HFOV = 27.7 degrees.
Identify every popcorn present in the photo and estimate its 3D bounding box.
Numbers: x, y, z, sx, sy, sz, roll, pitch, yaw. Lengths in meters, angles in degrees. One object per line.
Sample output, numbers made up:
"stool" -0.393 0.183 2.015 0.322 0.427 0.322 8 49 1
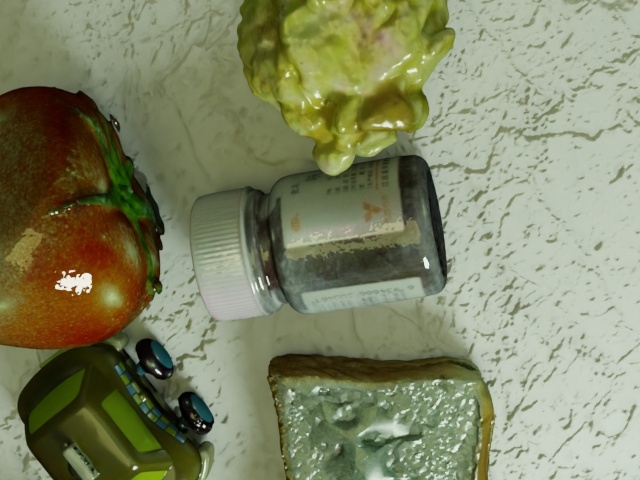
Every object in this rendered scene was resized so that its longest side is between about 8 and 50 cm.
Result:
"popcorn" 0.029 -0.211 1.420 0.259 0.212 0.259 2 107 6

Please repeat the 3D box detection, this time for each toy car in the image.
"toy car" -0.255 0.244 1.552 0.204 0.198 0.248 -37 94 12

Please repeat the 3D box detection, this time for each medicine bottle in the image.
"medicine bottle" 0.000 0.000 1.487 0.273 0.165 0.165 -8 99 10

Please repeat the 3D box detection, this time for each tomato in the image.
"tomato" -0.321 -0.017 1.467 0.239 0.303 0.304 -20 97 7

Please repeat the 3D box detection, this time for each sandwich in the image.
"sandwich" 0.074 0.289 1.562 0.271 0.099 0.301 -1 99 9
